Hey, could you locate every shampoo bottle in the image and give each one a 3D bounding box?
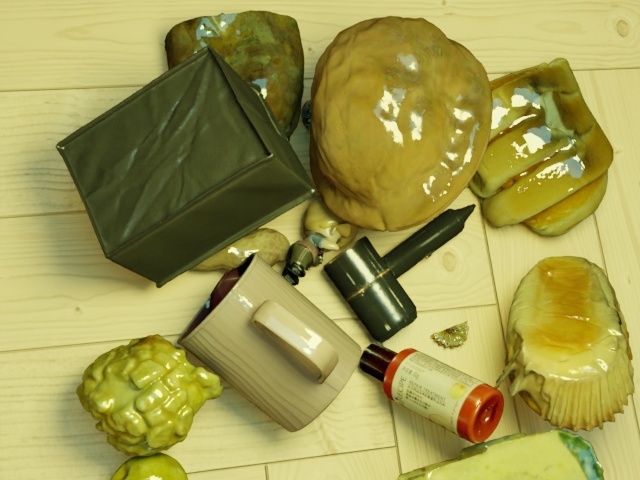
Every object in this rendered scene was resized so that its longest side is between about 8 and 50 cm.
[{"bbox_3d":[0.188,0.261,1.741,0.278,0.104,0.104,23,65,40],"label":"shampoo bottle"}]

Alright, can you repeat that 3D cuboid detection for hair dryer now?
[{"bbox_3d":[0.193,0.033,1.878,0.352,0.107,0.189,-33,87,-24],"label":"hair dryer"}]

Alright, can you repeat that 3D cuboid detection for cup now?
[{"bbox_3d":[-0.072,0.163,1.675,0.273,0.288,0.208,42,43,-8],"label":"cup"}]

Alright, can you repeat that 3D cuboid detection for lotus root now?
[{"bbox_3d":[-0.155,-0.295,1.862,0.267,0.149,0.260,-5,76,-11],"label":"lotus root"}]

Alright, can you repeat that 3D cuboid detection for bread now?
[{"bbox_3d":[0.433,-0.178,1.926,0.301,0.210,0.341,-18,80,-14],"label":"bread"},{"bbox_3d":[0.458,0.187,1.769,0.236,0.183,0.388,7,34,17],"label":"bread"}]

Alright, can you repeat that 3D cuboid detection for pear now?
[{"bbox_3d":[-0.292,0.416,1.650,0.141,0.141,0.104,7,52,-11],"label":"pear"}]

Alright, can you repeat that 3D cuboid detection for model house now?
[{"bbox_3d":[0.303,0.480,1.683,0.321,0.266,0.261,-13,79,-16],"label":"model house"}]

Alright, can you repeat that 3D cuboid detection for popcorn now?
[{"bbox_3d":[-0.290,0.256,1.646,0.217,0.235,0.181,-30,112,-15],"label":"popcorn"}]

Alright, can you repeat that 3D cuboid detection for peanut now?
[{"bbox_3d":[-0.166,0.013,1.805,0.228,0.085,0.104,10,64,-11],"label":"peanut"}]

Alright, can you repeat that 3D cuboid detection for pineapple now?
[{"bbox_3d":[0.258,0.188,1.884,0.083,0.019,0.045,-16,76,-19],"label":"pineapple"}]

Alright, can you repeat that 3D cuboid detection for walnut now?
[{"bbox_3d":[0.131,-0.217,1.747,0.384,0.383,0.383,3,74,-11],"label":"walnut"}]

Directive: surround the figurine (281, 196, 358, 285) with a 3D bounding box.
[{"bbox_3d":[0.000,0.000,1.811,0.108,0.114,0.196,29,52,2],"label":"figurine"}]

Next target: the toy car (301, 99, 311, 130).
[{"bbox_3d":[0.027,-0.266,1.937,0.142,0.069,0.055,-23,40,-16],"label":"toy car"}]

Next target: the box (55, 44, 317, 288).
[{"bbox_3d":[-0.230,-0.121,1.670,0.345,0.204,0.251,-32,66,7],"label":"box"}]
